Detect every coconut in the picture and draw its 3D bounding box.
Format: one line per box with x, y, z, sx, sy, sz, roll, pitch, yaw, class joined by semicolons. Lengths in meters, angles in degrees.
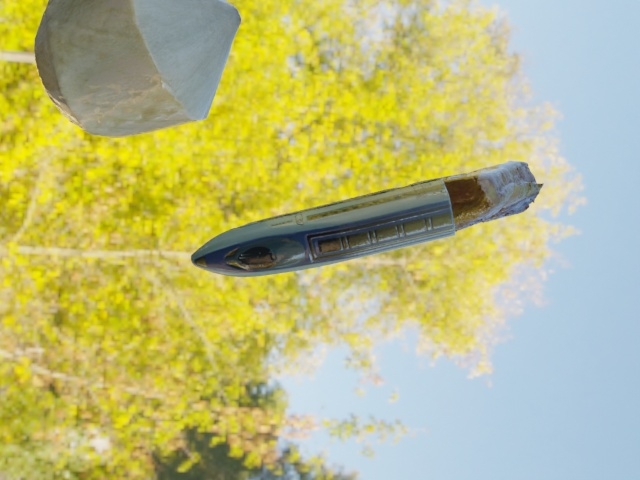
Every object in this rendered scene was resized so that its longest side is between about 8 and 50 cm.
-0.277;-0.307;1.502;0.329;0.328;0.329;-177;-90;-77;coconut

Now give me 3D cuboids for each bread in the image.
0.214;-0.059;1.282;0.271;0.139;0.077;-15;91;-65;bread

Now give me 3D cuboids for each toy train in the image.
0.000;0.000;0.900;0.048;0.251;0.055;-101;177;-58;toy train
